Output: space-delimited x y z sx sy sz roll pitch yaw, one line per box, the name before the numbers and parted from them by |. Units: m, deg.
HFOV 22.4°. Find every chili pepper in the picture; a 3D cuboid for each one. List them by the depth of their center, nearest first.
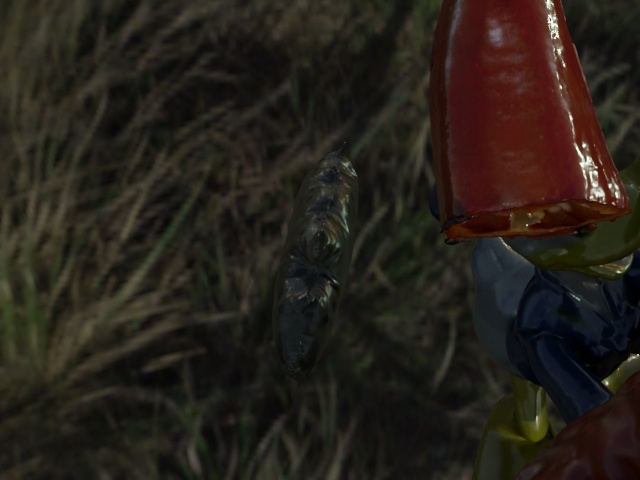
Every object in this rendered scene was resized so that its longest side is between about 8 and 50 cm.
chili pepper | 0.088 -0.087 0.734 0.088 0.065 0.169 0 78 -18

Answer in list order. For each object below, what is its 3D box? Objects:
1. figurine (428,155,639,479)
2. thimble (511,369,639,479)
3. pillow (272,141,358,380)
figurine | 0.166 0.056 1.058 0.204 0.338 0.283 -41 36 -10
thimble | 0.200 0.214 0.788 0.230 0.350 0.350 40 62 -5
pillow | 0.000 -0.001 1.172 0.051 0.093 0.241 15 34 0
